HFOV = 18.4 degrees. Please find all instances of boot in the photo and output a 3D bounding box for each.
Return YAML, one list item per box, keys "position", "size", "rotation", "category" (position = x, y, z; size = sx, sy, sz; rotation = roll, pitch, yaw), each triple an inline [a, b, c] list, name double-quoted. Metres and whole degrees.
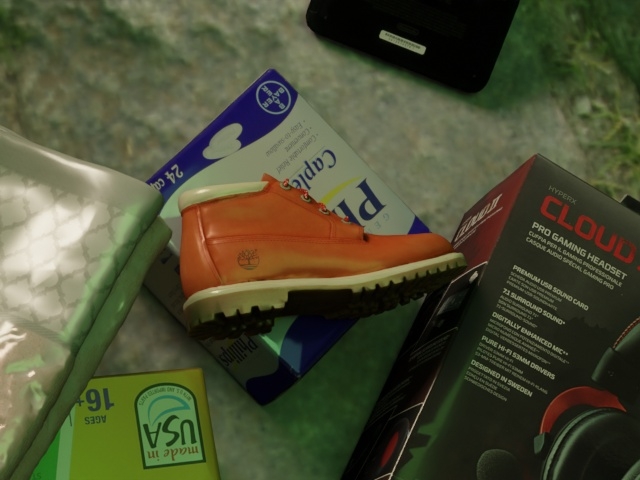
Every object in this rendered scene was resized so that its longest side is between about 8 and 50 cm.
- position: [0.000, 0.000, 1.048]
  size: [0.158, 0.059, 0.084]
  rotation: [-5, 69, -20]
  category: "boot"

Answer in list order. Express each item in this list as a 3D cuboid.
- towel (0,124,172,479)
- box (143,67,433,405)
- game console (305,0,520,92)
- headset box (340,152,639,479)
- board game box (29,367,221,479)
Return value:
- position: [-0.283, 0.042, 0.947]
  size: [0.332, 0.053, 0.317]
  rotation: [23, 63, 13]
  category: "towel"
- position: [-0.029, -0.002, 1.109]
  size: [0.137, 0.072, 0.126]
  rotation: [46, 63, -1]
  category: "box"
- position: [0.058, -0.162, 1.233]
  size: [0.122, 0.071, 0.107]
  rotation: [20, 96, -13]
  category: "game console"
- position: [0.148, 0.110, 1.115]
  size: [0.218, 0.110, 0.293]
  rotation: [31, 64, -7]
  category: "headset box"
- position: [-0.154, 0.232, 0.984]
  size: [0.242, 0.064, 0.316]
  rotation: [-4, 73, -22]
  category: "board game box"
